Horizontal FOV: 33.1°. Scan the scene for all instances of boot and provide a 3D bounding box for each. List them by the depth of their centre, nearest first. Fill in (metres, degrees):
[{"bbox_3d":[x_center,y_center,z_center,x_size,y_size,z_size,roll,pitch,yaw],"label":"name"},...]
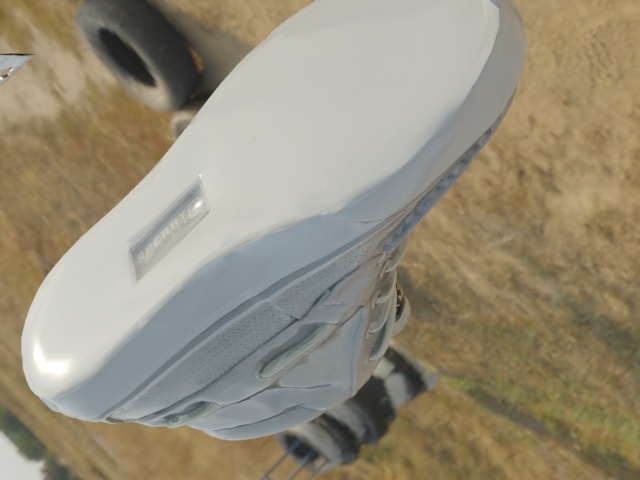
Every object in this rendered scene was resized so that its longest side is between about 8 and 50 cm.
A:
[{"bbox_3d":[0.000,0.000,0.440,0.123,0.258,0.095,23,-138,-42],"label":"boot"}]

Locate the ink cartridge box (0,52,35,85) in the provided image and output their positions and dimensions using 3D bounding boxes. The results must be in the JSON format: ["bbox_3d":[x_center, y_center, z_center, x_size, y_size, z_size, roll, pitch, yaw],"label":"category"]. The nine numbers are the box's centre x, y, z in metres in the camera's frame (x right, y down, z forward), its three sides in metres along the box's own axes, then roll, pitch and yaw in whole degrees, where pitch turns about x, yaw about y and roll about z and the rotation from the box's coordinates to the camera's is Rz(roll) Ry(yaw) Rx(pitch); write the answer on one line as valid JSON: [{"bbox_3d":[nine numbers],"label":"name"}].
[{"bbox_3d":[-0.245,-0.117,0.673,0.063,0.115,0.029,-26,78,41],"label":"ink cartridge box"}]
